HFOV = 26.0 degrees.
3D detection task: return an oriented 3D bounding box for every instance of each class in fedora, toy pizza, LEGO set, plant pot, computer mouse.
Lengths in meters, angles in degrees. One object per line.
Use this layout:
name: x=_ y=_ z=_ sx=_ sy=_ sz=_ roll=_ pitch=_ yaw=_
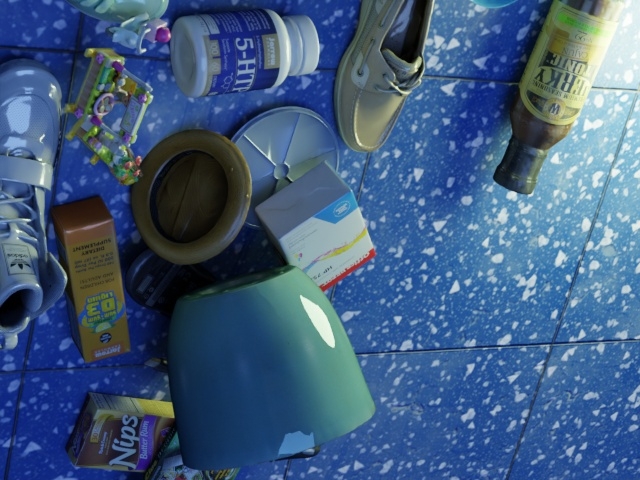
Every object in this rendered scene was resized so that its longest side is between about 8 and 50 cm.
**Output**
fedora: x=-0.175 y=-0.060 z=1.978 sx=0.194 sy=0.194 sz=0.079 roll=-53 pitch=163 yaw=7
toy pizza: x=-0.065 y=-0.109 z=2.068 sx=0.201 sy=0.032 sz=0.201 roll=-14 pitch=122 yaw=-23
LEGO set: x=-0.255 y=-0.151 z=1.826 sx=0.132 sy=0.107 sz=0.287 roll=-34 pitch=149 yaw=-39
plant pot: x=-0.092 y=0.170 z=2.005 sx=0.293 sy=0.293 sz=0.235 roll=-18 pitch=96 yaw=-20
computer mouse: x=-0.231 y=0.103 z=2.083 sx=0.262 sy=0.060 sz=0.184 roll=28 pitch=97 yaw=-50

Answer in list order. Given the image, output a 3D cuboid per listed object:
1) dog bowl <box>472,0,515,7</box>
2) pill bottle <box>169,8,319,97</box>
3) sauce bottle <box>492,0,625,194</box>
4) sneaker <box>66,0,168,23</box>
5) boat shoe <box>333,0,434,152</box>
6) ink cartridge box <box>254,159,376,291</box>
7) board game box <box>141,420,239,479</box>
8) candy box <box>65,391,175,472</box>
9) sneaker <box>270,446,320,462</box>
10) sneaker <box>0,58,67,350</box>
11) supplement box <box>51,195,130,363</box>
dog bowl: x=0.309 y=-0.462 z=2.049 sx=0.297 sy=0.074 sz=0.166 roll=-28 pitch=128 yaw=-14
pill bottle: x=-0.103 y=-0.261 z=1.905 sx=0.186 sy=0.112 sz=0.112 roll=-11 pitch=122 yaw=-25
sauce bottle: x=0.370 y=-0.238 z=2.192 sx=0.111 sy=0.111 sz=0.344 roll=6 pitch=113 yaw=-32
sneaker: x=-0.282 y=-0.320 z=1.742 sx=0.256 sy=0.151 sz=0.094 roll=21 pitch=104 yaw=-38
boat shoe: x=0.099 y=-0.260 z=2.030 sx=0.109 sy=0.098 sz=0.302 roll=0 pitch=117 yaw=-30
ink cartridge box: x=0.000 y=0.000 z=2.104 sx=0.134 sy=0.078 sz=0.231 roll=-35 pitch=145 yaw=-7
board game box: x=-0.189 y=0.343 z=2.184 sx=0.136 sy=0.030 sz=0.260 roll=25 pitch=104 yaw=-25
candy box: x=-0.292 y=0.305 z=2.168 sx=0.186 sy=0.053 sz=0.109 roll=12 pitch=111 yaw=-33
sneaker: x=-0.121 y=0.347 z=2.280 sx=0.228 sy=0.086 sz=0.132 roll=19 pitch=111 yaw=-26
sneaker: x=-0.395 y=-0.040 z=1.802 sx=0.137 sy=0.210 sz=0.366 roll=6 pitch=114 yaw=-33
supplement box: x=-0.327 y=0.059 z=1.987 sx=0.078 sy=0.080 sz=0.233 roll=-16 pitch=126 yaw=-19
